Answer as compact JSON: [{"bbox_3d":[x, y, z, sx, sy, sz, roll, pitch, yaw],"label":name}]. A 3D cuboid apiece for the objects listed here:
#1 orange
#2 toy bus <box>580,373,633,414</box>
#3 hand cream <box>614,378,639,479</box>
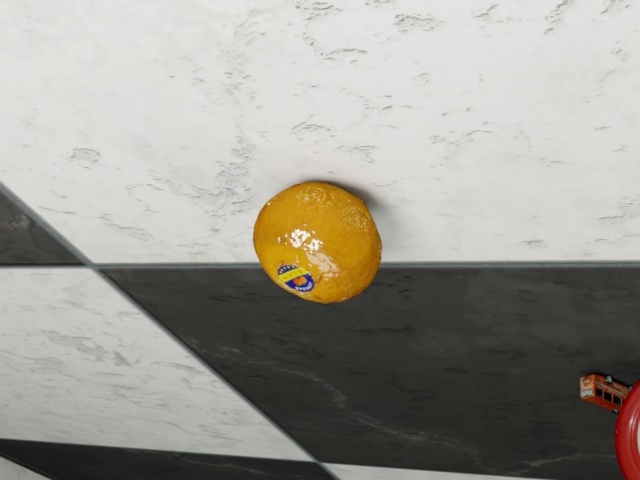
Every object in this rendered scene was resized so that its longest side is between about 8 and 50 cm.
[{"bbox_3d":[-0.002,0.000,0.926,0.135,0.117,0.135,14,135,15],"label":"orange"},{"bbox_3d":[0.422,0.225,1.310,0.110,0.043,0.031,24,150,-27],"label":"toy bus"},{"bbox_3d":[0.509,0.268,1.168,0.230,0.230,0.149,-17,146,42],"label":"hand cream"}]
